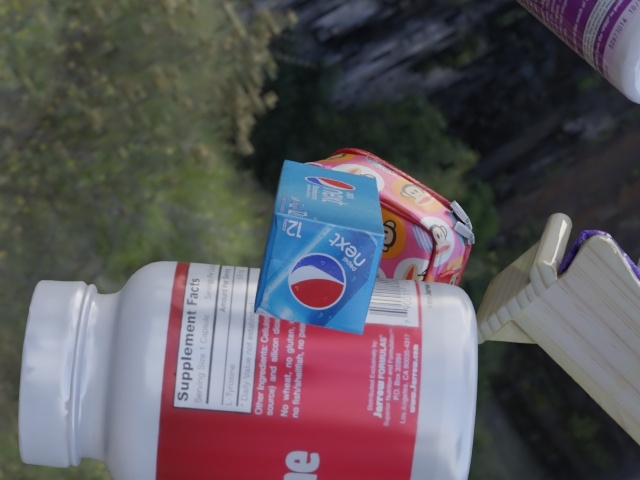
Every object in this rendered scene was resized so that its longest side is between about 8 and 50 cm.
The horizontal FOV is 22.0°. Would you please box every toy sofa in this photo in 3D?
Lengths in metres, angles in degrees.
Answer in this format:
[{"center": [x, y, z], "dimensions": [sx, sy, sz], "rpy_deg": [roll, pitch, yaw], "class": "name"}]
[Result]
[{"center": [0.339, 0.135, 1.666], "dimensions": [0.362, 0.177, 0.150], "rpy_deg": [44, 25, -4], "class": "toy sofa"}]

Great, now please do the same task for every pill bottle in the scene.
[{"center": [-0.068, 0.139, 1.549], "dimensions": [0.229, 0.407, 0.229], "rpy_deg": [-175, -90, -88], "class": "pill bottle"}, {"center": [0.315, -0.302, 1.865], "dimensions": [0.301, 0.169, 0.169], "rpy_deg": [48, 9, 34], "class": "pill bottle"}]

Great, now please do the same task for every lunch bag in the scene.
[{"center": [0.058, 0.060, 1.985], "dimensions": [0.258, 0.293, 0.120], "rpy_deg": [32, 31, 23], "class": "lunch bag"}]

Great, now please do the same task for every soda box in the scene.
[{"center": [0.000, 0.000, 1.097], "dimensions": [0.210, 0.071, 0.067], "rpy_deg": [-87, -171, -78], "class": "soda box"}]

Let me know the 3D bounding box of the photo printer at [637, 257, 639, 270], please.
[{"center": [0.430, 0.099, 1.875], "dimensions": [0.256, 0.107, 0.307], "rpy_deg": [-63, 146, -33], "class": "photo printer"}]
